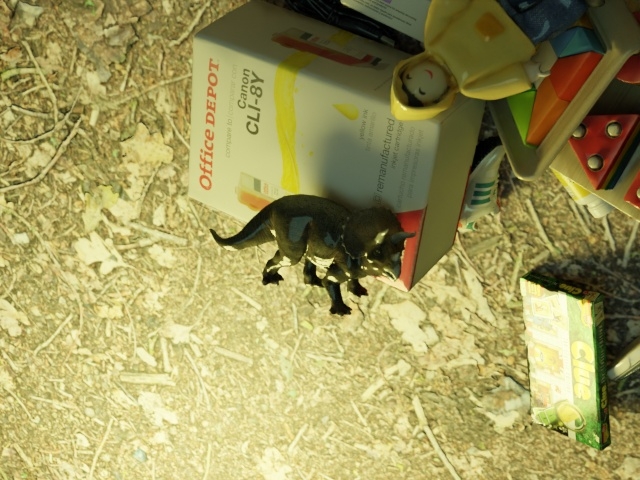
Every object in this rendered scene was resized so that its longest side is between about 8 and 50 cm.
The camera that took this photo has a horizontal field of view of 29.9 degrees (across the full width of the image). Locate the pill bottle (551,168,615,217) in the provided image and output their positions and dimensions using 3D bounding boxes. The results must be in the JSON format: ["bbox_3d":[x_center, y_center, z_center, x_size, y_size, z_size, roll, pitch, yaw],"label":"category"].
[{"bbox_3d":[0.364,-0.090,1.650,0.065,0.065,0.116,-32,101,34],"label":"pill bottle"}]

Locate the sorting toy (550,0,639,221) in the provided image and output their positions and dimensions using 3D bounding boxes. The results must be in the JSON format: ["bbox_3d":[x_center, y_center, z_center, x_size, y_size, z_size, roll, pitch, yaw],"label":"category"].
[{"bbox_3d":[0.421,-0.152,1.491,0.255,0.089,0.257,36,112,27],"label":"sorting toy"}]

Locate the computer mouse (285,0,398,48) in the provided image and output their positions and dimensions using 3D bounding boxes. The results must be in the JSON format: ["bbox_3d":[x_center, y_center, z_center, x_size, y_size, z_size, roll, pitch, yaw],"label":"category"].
[{"bbox_3d":[0.055,-0.391,1.625,0.188,0.072,0.272,30,125,8],"label":"computer mouse"}]

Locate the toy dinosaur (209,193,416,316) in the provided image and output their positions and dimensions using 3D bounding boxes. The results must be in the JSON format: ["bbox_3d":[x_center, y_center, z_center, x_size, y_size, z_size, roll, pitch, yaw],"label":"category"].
[{"bbox_3d":[0.000,0.000,1.615,0.313,0.121,0.160,22,117,29],"label":"toy dinosaur"}]

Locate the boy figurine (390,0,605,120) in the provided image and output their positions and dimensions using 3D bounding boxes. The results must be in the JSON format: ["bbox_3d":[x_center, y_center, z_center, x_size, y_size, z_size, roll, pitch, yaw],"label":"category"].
[{"bbox_3d":[0.194,-0.250,1.448,0.285,0.092,0.177,-34,86,8],"label":"boy figurine"}]

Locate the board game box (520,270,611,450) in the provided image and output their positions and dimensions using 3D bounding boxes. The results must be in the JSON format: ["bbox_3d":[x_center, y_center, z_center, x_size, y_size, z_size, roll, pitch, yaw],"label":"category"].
[{"bbox_3d":[0.366,0.180,1.788,0.136,0.030,0.259,16,125,44],"label":"board game box"}]

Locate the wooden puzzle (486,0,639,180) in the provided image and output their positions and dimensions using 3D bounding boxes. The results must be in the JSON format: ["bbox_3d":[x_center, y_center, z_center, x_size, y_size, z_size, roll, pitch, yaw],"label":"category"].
[{"bbox_3d":[0.295,-0.227,1.526,0.044,0.221,0.238,18,128,-25],"label":"wooden puzzle"}]

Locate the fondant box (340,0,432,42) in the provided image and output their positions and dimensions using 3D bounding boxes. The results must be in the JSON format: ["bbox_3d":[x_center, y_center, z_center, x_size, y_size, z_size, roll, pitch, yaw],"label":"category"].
[{"bbox_3d":[0.204,-0.397,1.499,0.238,0.096,0.330,24,127,-12],"label":"fondant box"}]

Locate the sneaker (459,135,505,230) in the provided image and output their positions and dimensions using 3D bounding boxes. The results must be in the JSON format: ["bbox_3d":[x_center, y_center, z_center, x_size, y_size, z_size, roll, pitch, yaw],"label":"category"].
[{"bbox_3d":[0.237,-0.079,1.730,0.075,0.057,0.161,26,125,-10],"label":"sneaker"}]

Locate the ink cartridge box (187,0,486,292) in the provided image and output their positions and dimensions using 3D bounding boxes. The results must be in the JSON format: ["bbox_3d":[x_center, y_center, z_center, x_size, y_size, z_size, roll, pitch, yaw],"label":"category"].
[{"bbox_3d":[0.010,-0.138,1.687,0.385,0.160,0.279,23,128,22],"label":"ink cartridge box"}]

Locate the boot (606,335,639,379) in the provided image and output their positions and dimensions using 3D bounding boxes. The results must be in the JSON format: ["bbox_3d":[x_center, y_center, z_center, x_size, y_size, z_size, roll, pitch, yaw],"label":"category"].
[{"bbox_3d":[0.503,0.164,1.721,0.086,0.069,0.190,46,125,3],"label":"boot"}]
